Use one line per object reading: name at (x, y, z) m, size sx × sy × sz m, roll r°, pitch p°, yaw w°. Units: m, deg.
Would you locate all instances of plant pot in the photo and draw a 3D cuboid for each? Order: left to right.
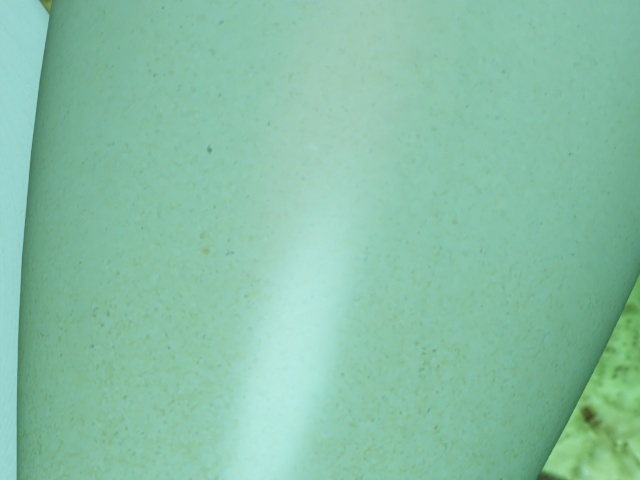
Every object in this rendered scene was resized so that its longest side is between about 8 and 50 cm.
plant pot at (0.000, 0.000, 0.448) m, size 0.257 × 0.256 × 0.274 m, roll 14°, pitch 69°, yaw 6°

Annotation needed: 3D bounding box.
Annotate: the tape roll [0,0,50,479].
tape roll at (-0.247, 0.012, 0.438) m, size 0.392 × 0.072 × 0.392 m, roll 11°, pitch 70°, yaw -33°
